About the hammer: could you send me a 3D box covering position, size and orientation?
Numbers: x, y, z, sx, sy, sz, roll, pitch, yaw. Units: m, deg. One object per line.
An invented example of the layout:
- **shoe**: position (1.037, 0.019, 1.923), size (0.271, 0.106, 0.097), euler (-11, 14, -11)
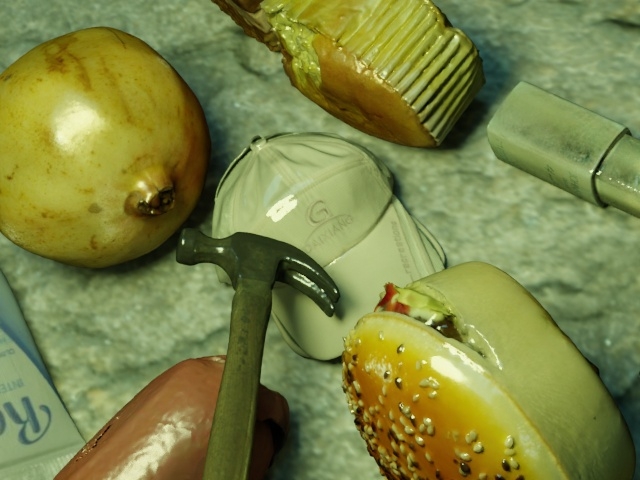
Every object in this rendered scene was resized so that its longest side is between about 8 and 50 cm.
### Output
- **hammer**: position (-0.083, 0.168, 1.694), size (0.168, 0.044, 0.440), euler (11, 49, -3)

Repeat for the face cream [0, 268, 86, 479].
- **face cream**: position (-0.425, 0.111, 1.948), size (0.234, 0.137, 0.420), euler (-16, 59, -23)

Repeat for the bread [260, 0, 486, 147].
- **bread**: position (0.053, -0.196, 1.946), size (0.250, 0.179, 0.133), euler (33, 80, 32)

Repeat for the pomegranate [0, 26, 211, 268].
- **pomegranate**: position (-0.244, -0.095, 1.945), size (0.264, 0.264, 0.264), euler (-9, 58, 15)

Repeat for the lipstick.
- **lipstick**: position (0.294, -0.076, 1.845), size (0.253, 0.079, 0.077), euler (29, 73, 32)

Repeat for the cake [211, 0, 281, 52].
- **cake**: position (-0.083, -0.383, 2.040), size (0.198, 0.293, 0.196), euler (-42, 56, -3)

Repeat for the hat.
- **hat**: position (0.000, 0.000, 1.873), size (0.219, 0.164, 0.226), euler (-35, 36, -3)

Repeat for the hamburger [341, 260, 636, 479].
- **hamburger**: position (0.141, 0.166, 1.637), size (0.176, 0.300, 0.300), euler (-33, 54, -18)

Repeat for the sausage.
- **sausage**: position (-0.153, 0.228, 1.777), size (0.279, 0.152, 0.152), euler (-42, 56, -14)
